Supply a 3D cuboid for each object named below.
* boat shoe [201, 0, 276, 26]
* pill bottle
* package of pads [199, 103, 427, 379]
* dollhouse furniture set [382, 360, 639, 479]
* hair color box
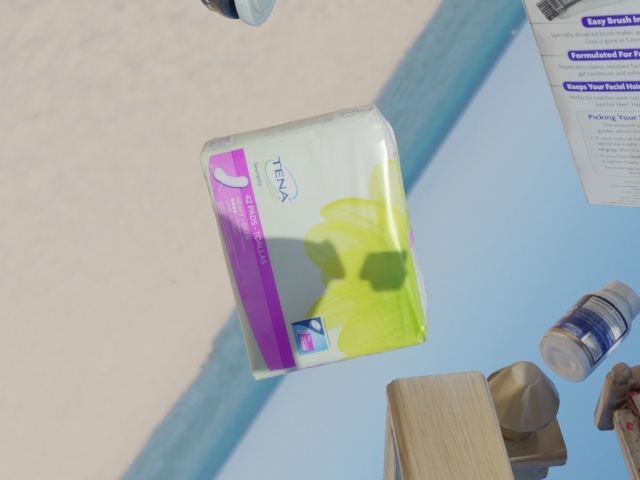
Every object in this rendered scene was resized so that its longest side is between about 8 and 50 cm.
[{"bbox_3d":[-0.082,-0.273,0.639,0.114,0.091,0.302,-63,150,-60],"label":"boat shoe"},{"bbox_3d":[0.305,0.099,1.224,0.120,0.067,0.067,-38,170,-27],"label":"pill bottle"},{"bbox_3d":[0.000,0.000,1.313,0.229,0.296,0.101,-13,-170,4],"label":"package of pads"},{"bbox_3d":[0.213,0.156,0.501,0.174,0.355,0.303,88,-5,-47],"label":"dollhouse furniture set"},{"bbox_3d":[0.344,-0.183,1.148,0.110,0.185,0.339,-60,139,-30],"label":"hair color box"}]
